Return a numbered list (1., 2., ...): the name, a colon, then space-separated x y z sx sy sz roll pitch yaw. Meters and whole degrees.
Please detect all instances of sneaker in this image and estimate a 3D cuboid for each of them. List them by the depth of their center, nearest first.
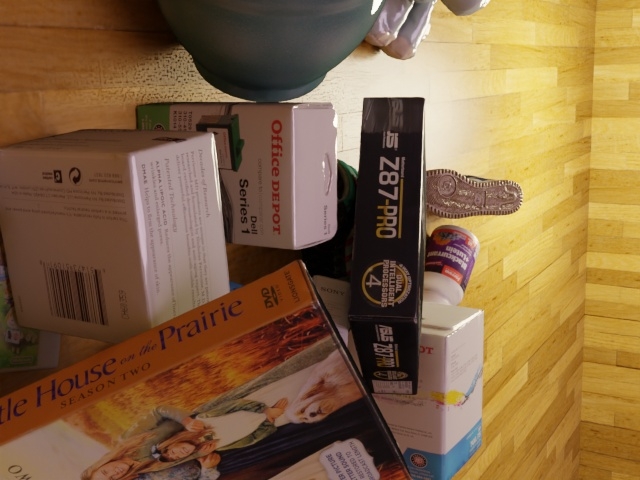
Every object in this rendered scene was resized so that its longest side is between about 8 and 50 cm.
1. sneaker: 0.000 0.000 1.207 0.178 0.123 0.296 45 49 -59
2. sneaker: 0.272 -0.098 1.708 0.282 0.153 0.099 3 95 -30

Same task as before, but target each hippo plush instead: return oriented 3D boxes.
1. hippo plush: 0.212 -0.444 1.392 0.294 0.236 0.234 -62 142 -34

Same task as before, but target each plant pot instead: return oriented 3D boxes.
1. plant pot: -0.062 -0.289 0.948 0.293 0.293 0.196 -58 167 -38

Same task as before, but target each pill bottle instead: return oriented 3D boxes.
1. pill bottle: 0.252 0.072 1.667 0.193 0.108 0.108 -64 144 -32

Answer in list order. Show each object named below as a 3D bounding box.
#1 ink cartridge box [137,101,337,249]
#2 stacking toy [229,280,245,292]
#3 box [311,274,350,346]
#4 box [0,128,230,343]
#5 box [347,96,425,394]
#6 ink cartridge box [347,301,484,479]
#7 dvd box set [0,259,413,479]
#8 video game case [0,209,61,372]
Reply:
1. ink cartridge box: -0.097 -0.080 0.938 0.092 0.219 0.160 -18 109 -58
2. stacking toy: -0.187 0.169 0.916 0.302 0.175 0.166 -23 121 -43
3. box: -0.036 0.236 1.039 0.232 0.058 0.322 126 -24 -52
4. box: -0.197 -0.008 0.771 0.119 0.181 0.182 -28 119 -57
5. box: 0.106 0.029 1.188 0.395 0.097 0.318 74 18 -65
6. ink cartridge box: 0.172 0.263 1.472 0.197 0.198 0.270 -17 110 -57
7. dvd box set: -0.148 0.220 0.761 0.062 0.420 0.308 -113 178 -50
8. video game case: -0.324 0.031 0.762 0.212 0.023 0.193 7 88 -60
